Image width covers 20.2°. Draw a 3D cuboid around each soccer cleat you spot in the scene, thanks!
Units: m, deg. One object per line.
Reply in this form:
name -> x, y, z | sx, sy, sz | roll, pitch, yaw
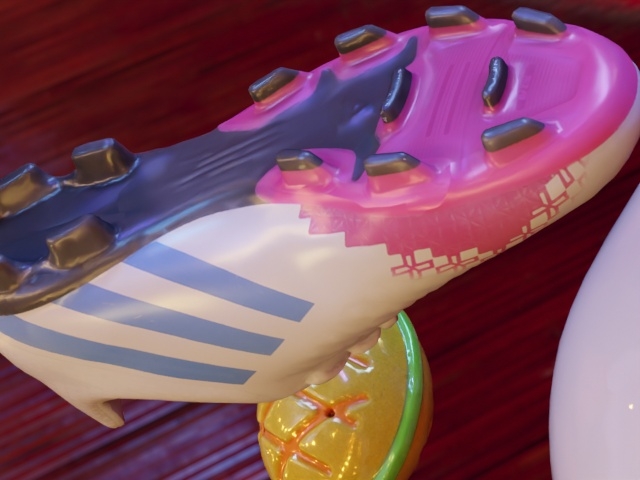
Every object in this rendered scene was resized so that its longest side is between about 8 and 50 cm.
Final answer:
soccer cleat -> 0.000, 0.000, 0.792 | 0.143, 0.331, 0.116 | 54, -147, -35

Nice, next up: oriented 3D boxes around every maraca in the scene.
maraca -> 0.013, 0.121, 1.084 | 0.127, 0.099, 0.185 | -22, 52, 47

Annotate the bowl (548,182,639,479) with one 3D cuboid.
bowl -> 0.146, 0.095, 0.348 | 0.298, 0.134, 0.298 | 40, 171, 8
